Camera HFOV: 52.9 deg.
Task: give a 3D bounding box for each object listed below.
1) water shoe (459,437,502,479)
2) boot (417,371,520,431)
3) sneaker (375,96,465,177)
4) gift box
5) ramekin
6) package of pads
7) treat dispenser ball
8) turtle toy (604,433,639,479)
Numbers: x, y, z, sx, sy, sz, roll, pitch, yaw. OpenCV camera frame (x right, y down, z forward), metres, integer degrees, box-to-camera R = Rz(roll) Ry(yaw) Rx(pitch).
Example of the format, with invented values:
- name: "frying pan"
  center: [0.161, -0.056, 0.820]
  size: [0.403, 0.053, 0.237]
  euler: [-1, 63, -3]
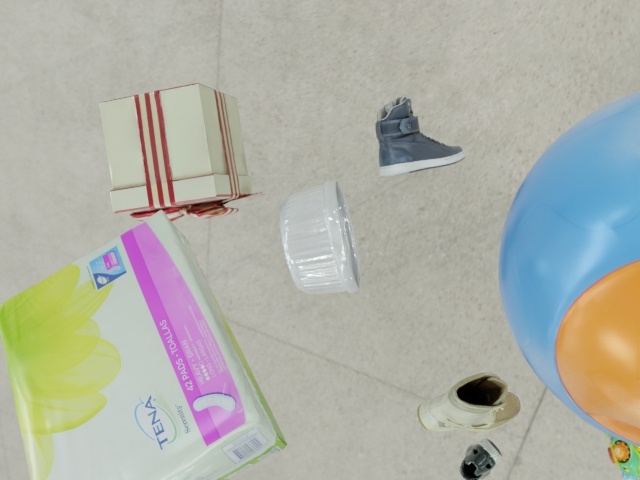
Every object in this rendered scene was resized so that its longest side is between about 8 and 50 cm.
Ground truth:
- name: "water shoe"
  center: [0.327, 0.478, 1.377]
  size: [0.073, 0.080, 0.203]
  euler: [50, 163, 27]
- name: "boot"
  center: [0.303, 0.293, 1.174]
  size: [0.213, 0.077, 0.165]
  euler: [0, 150, -19]
- name: "sneaker"
  center: [0.216, -0.231, 1.390]
  size: [0.086, 0.226, 0.163]
  euler: [-4, 97, 58]
- name: "gift box"
  center: [-0.277, -0.170, 1.357]
  size: [0.255, 0.276, 0.258]
  euler: [-7, 92, 18]
- name: "ramekin"
  center: [0.000, 0.000, 1.161]
  size: [0.109, 0.207, 0.207]
  euler: [-12, 111, 9]
- name: "package of pads"
  center: [-0.203, 0.141, 0.676]
  size: [0.296, 0.229, 0.101]
  euler: [57, 176, 33]
- name: "treat dispenser ball"
  center: [0.288, 0.022, 0.504]
  size: [0.288, 0.288, 0.288]
  euler: [11, 120, 21]
- name: "turtle toy"
  center: [0.477, 0.315, 0.992]
  size: [0.066, 0.130, 0.095]
  euler: [-19, 108, 21]
